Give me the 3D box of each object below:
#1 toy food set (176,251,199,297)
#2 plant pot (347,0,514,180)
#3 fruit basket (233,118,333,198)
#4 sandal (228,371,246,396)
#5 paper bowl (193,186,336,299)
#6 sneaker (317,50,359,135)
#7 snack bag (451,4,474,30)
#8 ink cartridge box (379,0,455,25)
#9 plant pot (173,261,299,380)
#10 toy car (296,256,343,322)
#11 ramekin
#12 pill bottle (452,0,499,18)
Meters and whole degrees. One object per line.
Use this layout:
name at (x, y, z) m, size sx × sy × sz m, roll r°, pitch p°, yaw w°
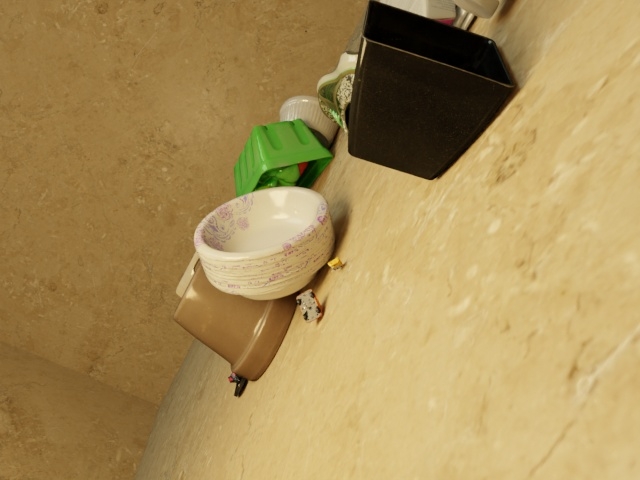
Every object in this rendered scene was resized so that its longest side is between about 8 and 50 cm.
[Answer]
toy food set at (-0.211, 0.072, 1.444) m, size 0.092 × 0.306 × 0.220 m, roll 35°, pitch 100°, yaw 35°
plant pot at (0.125, -0.194, 0.741) m, size 0.188 × 0.187 × 0.167 m, roll -79°, pitch 6°, yaw -54°
fruit basket at (-0.130, -0.147, 1.737) m, size 0.392 × 0.282 × 0.392 m, roll 39°, pitch 137°, yaw 49°
sandal at (-0.206, 0.327, 1.362) m, size 0.067 × 0.040 × 0.179 m, roll -61°, pitch 12°, yaw 13°
paper bowl at (-0.107, 0.013, 1.139) m, size 0.284 × 0.284 × 0.148 m, roll -82°, pitch -19°, yaw -59°
sneaker at (0.071, -0.359, 1.467) m, size 0.410 × 0.157 × 0.182 m, roll 155°, pitch 123°, yaw -80°
snack bag at (0.285, -0.566, 0.988) m, size 0.343 × 0.037 × 0.323 m, roll -94°, pitch 24°, yaw -49°
ink cartridge box at (0.168, -0.398, 1.086) m, size 0.324 × 0.071 × 0.330 m, roll 127°, pitch 147°, yaw -67°
plant pot at (-0.204, 0.159, 1.262) m, size 0.263 × 0.229 × 0.263 m, roll -59°, pitch 11°, yaw 19°
toy car at (0.011, 0.093, 0.979) m, size 0.122 × 0.060 × 0.040 m, roll -46°, pitch -32°, yaw 4°
ramekin at (-0.044, -0.376, 1.830) m, size 0.207 × 0.207 × 0.109 m, roll 137°, pitch 148°, yaw -60°
pill bottle at (0.265, -0.425, 0.788) m, size 0.184 × 0.103 × 0.103 m, roll -60°, pitch 12°, yaw 13°
